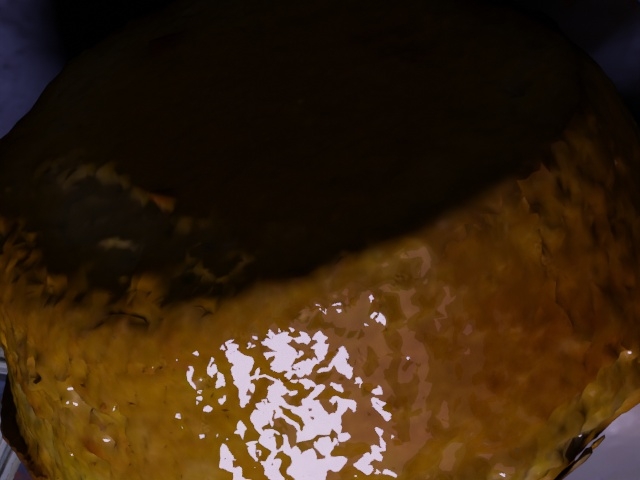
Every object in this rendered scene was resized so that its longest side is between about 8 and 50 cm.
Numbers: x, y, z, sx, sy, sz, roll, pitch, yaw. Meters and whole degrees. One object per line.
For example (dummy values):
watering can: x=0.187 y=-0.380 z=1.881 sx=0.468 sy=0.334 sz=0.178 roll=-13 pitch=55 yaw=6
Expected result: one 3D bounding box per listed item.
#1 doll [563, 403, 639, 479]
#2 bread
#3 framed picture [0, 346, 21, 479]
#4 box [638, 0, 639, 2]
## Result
doll: x=0.112 y=0.090 z=1.126 sx=0.370 sy=0.215 sz=0.226 roll=-28 pitch=170 yaw=32
bread: x=-0.002 y=-0.001 z=0.921 sx=0.337 sy=0.358 sz=0.204 roll=-29 pitch=122 yaw=-23
framed picture: x=-0.334 y=0.130 z=1.217 sx=0.296 sy=0.019 sz=0.232 roll=9 pitch=134 yaw=-22
box: x=0.202 y=-0.148 z=0.939 sx=0.073 sy=0.139 sz=0.194 roll=-33 pitch=134 yaw=23
